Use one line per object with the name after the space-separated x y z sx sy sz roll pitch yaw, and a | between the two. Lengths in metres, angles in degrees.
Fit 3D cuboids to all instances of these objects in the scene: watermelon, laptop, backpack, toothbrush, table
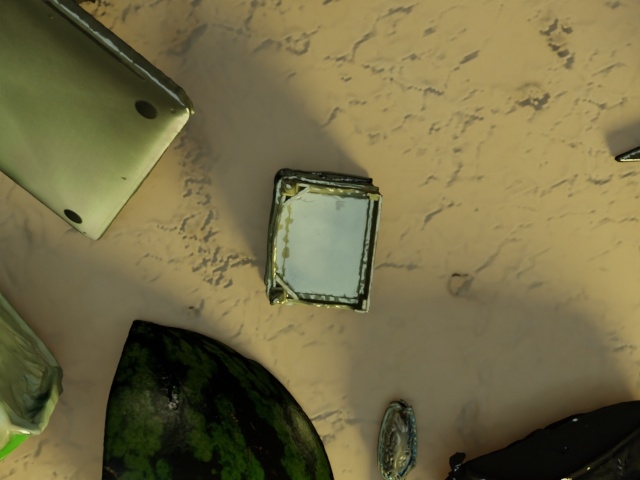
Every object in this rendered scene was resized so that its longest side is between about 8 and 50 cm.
-0.054 0.146 0.864 0.145 0.137 0.193 4 53 -1 | watermelon
-0.207 -0.115 0.807 0.269 0.187 0.015 38 56 -6 | laptop
0.159 0.170 0.875 0.165 0.106 0.120 -16 74 -17 | backpack
0.045 0.246 0.919 0.026 0.028 0.294 2 101 -1 | toothbrush
0.000 0.000 0.861 0.062 0.083 0.079 5 96 -4 | table

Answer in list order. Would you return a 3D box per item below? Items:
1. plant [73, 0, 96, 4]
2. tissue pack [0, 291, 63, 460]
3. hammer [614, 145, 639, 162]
-0.149 -0.222 0.809 0.142 0.131 0.203 35 87 -4 | plant
-0.400 0.085 0.793 0.405 0.205 0.332 -38 96 1 | tissue pack
0.234 0.031 0.909 0.062 0.013 0.199 -12 96 -1 | hammer
